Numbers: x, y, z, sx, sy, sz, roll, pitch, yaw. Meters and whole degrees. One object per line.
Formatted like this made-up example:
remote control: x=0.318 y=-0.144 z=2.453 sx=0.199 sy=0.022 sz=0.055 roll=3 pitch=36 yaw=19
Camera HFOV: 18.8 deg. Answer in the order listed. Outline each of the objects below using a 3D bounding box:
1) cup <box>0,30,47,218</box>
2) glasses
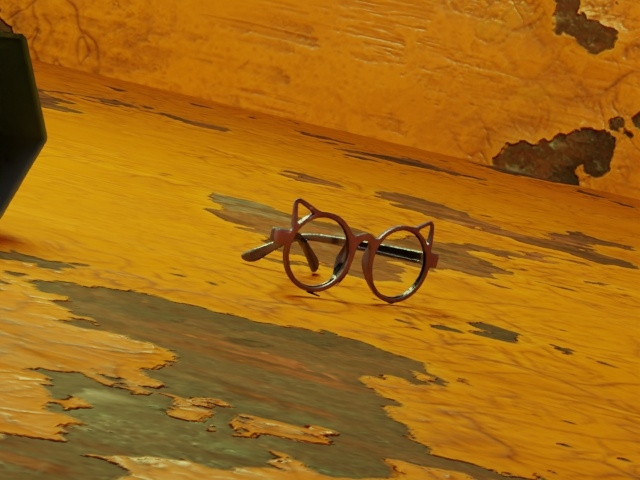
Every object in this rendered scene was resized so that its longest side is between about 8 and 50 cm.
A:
cup: x=-0.315 y=-0.094 z=1.260 sx=0.236 sy=0.148 sz=0.134 roll=15 pitch=34 yaw=30
glasses: x=0.000 y=0.000 z=1.332 sx=0.140 sy=0.062 sz=0.104 roll=8 pitch=7 yaw=-35
